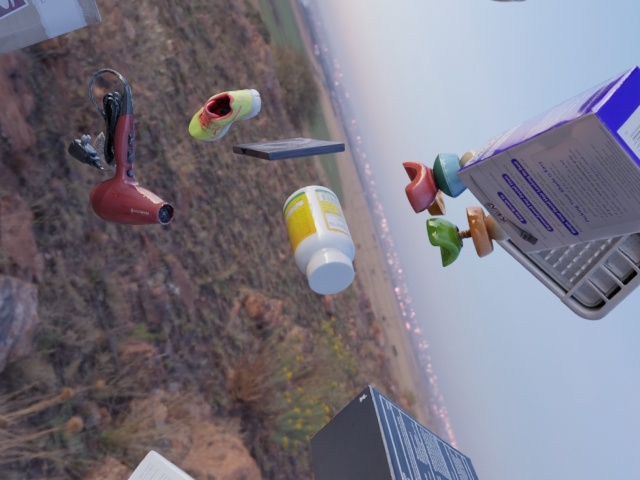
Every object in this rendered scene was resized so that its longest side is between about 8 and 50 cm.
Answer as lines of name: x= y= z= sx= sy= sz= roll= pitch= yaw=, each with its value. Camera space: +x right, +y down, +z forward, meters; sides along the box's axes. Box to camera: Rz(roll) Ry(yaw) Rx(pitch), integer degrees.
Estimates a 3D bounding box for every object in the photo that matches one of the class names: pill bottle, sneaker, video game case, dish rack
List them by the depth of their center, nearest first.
pill bottle: x=0.000 y=0.000 z=1.321 sx=0.208 sy=0.118 sz=0.117 roll=-107 pitch=176 yaw=-45
dish rack: x=0.560 y=-0.014 z=1.502 sx=0.333 sy=0.072 sz=0.285 roll=44 pitch=-39 yaw=18
sneaker: x=-0.234 y=-0.284 z=1.519 sx=0.094 sy=0.209 sz=0.081 roll=-10 pitch=79 yaw=-53
video game case: x=-0.086 y=-0.232 z=1.715 sx=0.274 sy=0.196 sz=0.026 roll=-159 pitch=-119 yaw=-63

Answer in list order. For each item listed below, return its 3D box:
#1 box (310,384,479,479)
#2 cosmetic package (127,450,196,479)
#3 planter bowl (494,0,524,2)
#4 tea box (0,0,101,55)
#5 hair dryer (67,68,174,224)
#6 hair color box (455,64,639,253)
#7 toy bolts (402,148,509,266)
box: x=0.150 y=0.469 z=1.218 sx=0.294 sy=0.183 sz=0.296 roll=40 pitch=15 yaw=-20
cosmetic package: x=-0.180 y=0.408 z=0.904 sx=0.184 sy=0.151 sz=0.151 roll=24 pitch=-25 yaw=29
planter bowl: x=0.349 y=-0.553 z=1.369 sx=0.162 sy=0.109 sz=0.162 roll=-5 pitch=96 yaw=-49
tea box: x=-0.505 y=-0.480 z=0.969 sx=0.323 sy=0.220 sz=0.329 roll=51 pitch=-21 yaw=41
hair dryer: x=-0.354 y=-0.131 z=1.192 sx=0.080 sy=0.223 sz=0.293 roll=-23 pitch=68 yaw=-45
hair color box: x=0.363 y=-0.096 z=0.983 sx=0.185 sy=0.110 sz=0.339 roll=48 pitch=-20 yaw=-7
toy bolts: x=0.266 y=-0.096 z=1.299 sx=0.228 sy=0.159 sz=0.218 roll=53 pitch=27 yaw=-44
